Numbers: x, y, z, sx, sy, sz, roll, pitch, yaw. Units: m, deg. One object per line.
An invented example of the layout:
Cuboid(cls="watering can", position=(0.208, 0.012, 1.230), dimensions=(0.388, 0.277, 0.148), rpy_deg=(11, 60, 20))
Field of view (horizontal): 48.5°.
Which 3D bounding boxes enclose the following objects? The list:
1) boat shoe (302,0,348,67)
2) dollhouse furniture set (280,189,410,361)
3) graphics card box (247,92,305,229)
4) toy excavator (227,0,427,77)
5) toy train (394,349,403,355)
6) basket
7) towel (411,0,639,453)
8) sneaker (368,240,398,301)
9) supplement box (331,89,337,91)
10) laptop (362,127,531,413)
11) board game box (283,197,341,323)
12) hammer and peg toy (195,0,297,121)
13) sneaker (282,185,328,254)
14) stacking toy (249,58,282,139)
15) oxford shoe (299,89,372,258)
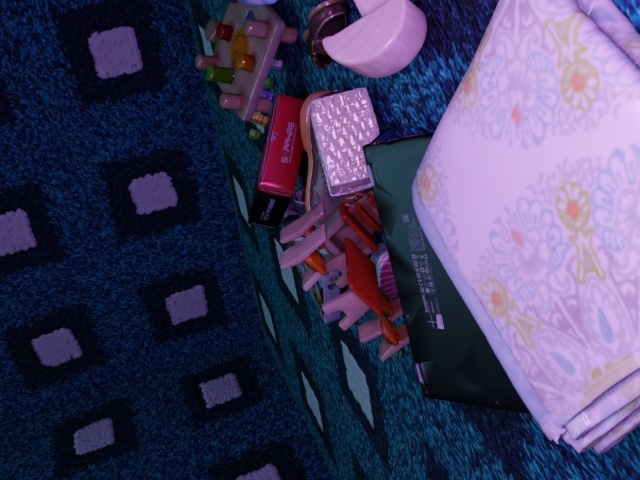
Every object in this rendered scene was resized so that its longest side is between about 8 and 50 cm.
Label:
Cuboid(cls="boat shoe", position=(0.015, -0.369, 1.275), dimensions=(0.207, 0.073, 0.073), rpy_deg=(156, 95, -84))
Cuboid(cls="dollhouse furniture set", position=(0.068, 0.030, 1.223), dimensions=(0.262, 0.135, 0.259), rpy_deg=(44, -159, -25))
Cuboid(cls="graphics card box", position=(-0.109, -0.182, 1.771), dimensions=(0.371, 0.094, 0.233), rpy_deg=(129, 151, -73))
Cuboid(cls="toy excavator", position=(-0.055, -0.454, 1.048), dimensions=(0.445, 0.222, 0.433), rpy_deg=(3, 88, 33))
Cuboid(cls="toy train", position=(0.163, 0.240, 1.562), dimensions=(0.083, 0.017, 0.024), rpy_deg=(151, 112, -77))
Cuboid(cls="basket", position=(0.049, -0.171, 1.225), dimensions=(0.103, 0.113, 0.167), rpy_deg=(30, -134, -85))
Cuboid(cls="towel", position=(0.233, -0.025, 0.668), dimensions=(0.374, 0.090, 0.320), rpy_deg=(64, 149, 29))
Cuboid(cls="sneaker", position=(0.119, 0.066, 1.423), dimensions=(0.170, 0.063, 0.075), rpy_deg=(94, 155, -47))
Cuboid(cls="supplement box", position=(0.008, -0.259, 1.457), dimensions=(0.098, 0.062, 0.036), rpy_deg=(96, 154, -62))
Cuboid(cls="laptop", position=(0.219, 0.014, 1.037), dimensions=(0.408, 0.236, 0.382), rpy_deg=(-3, 106, 47))
Cuboid(cls="board game box", position=(-0.025, 0.052, 1.941), dimensions=(0.193, 0.053, 0.305), rpy_deg=(87, 160, -46))
Cuboid(cls="hammer and peg toy", position=(-0.201, -0.488, 1.684), dimensions=(0.361, 0.127, 0.266), rpy_deg=(58, 135, 39))
Cuboid(cls="sneaker", position=(-0.040, -0.071, 1.782), dimensions=(0.226, 0.086, 0.163), rpy_deg=(24, 142, 52))
Cuboid(cls="stacking toy", position=(-0.155, -0.365, 1.842), dimensions=(0.221, 0.052, 0.167), rpy_deg=(161, 123, -78))
Cuboid(cls="oxford shoe", position=(0.044, -0.106, 1.377), dimensions=(0.132, 0.130, 0.364), rpy_deg=(27, 134, 63))
